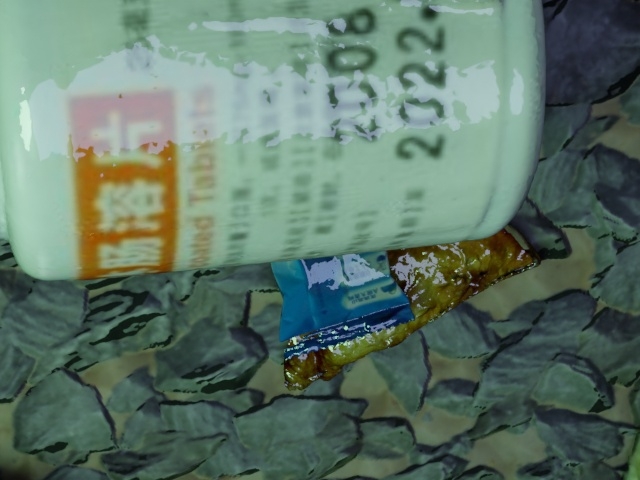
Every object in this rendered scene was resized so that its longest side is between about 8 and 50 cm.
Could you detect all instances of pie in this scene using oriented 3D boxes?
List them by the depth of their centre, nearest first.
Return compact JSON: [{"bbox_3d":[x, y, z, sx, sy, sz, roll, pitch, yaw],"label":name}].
[{"bbox_3d":[0.047,0.029,0.939,0.191,0.033,0.088,-28,115,1],"label":"pie"}]

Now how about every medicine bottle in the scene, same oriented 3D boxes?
[{"bbox_3d":[-0.090,-0.086,0.733,0.371,0.211,0.211,-6,120,-11],"label":"medicine bottle"}]

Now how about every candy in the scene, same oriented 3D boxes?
[{"bbox_3d":[-0.001,0.000,0.898,0.088,0.038,0.136,-17,102,4],"label":"candy"}]

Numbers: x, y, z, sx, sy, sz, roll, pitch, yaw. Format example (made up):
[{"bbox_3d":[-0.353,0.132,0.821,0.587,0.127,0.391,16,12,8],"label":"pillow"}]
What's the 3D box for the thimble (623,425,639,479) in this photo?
[{"bbox_3d":[0.374,0.200,1.047,0.271,0.150,0.271,-6,120,-10],"label":"thimble"}]
